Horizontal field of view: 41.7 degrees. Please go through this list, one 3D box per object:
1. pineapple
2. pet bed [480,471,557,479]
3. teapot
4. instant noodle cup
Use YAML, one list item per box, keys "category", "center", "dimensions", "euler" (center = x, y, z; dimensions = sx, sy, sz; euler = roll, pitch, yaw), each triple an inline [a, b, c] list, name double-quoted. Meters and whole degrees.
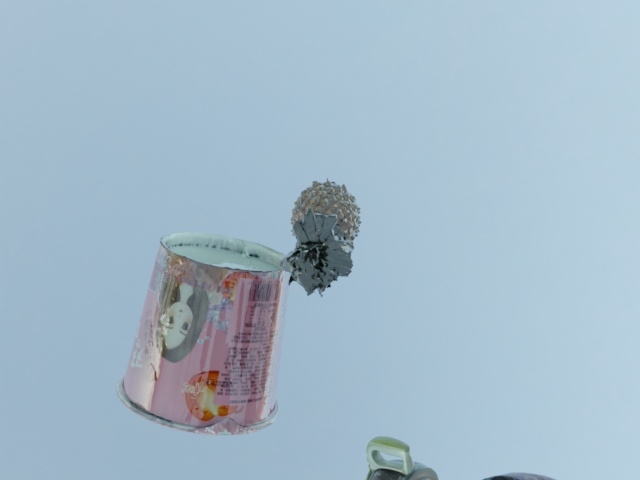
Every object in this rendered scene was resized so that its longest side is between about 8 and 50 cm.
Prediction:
- category: "pineapple"
  center: [0.000, 0.000, 0.782]
  dimensions: [0.074, 0.074, 0.159]
  euler: [40, -158, -12]
- category: "pet bed"
  center: [0.202, 0.303, 0.763]
  dimensions: [0.054, 0.201, 0.201]
  euler: [-12, -97, -26]
- category: "teapot"
  center: [0.108, 0.331, 1.167]
  dimensions: [0.092, 0.091, 0.124]
  euler: [6, -86, -47]
- category: "instant noodle cup"
  center: [-0.155, 0.123, 1.199]
  dimensions: [0.243, 0.243, 0.231]
  euler: [6, -78, -24]
